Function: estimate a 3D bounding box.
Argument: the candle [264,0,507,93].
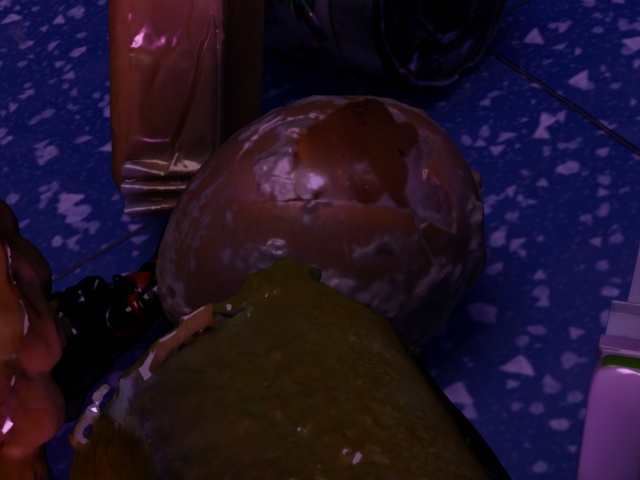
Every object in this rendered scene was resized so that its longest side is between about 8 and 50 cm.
[{"bbox_3d":[-0.006,-0.241,1.337,0.330,0.187,0.187,19,54,36],"label":"candle"}]

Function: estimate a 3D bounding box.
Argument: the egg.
[{"bbox_3d":[0.000,0.000,1.070,0.233,0.195,0.195,-12,42,5],"label":"egg"}]

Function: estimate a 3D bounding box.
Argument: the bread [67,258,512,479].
[{"bbox_3d":[0.005,0.194,0.861,0.251,0.208,0.377,-27,45,-3],"label":"bread"}]

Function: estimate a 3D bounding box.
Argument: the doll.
[{"bbox_3d":[-0.181,0.071,1.140,0.248,0.127,0.088,-42,78,-18],"label":"doll"}]

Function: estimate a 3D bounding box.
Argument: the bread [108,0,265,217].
[{"bbox_3d":[-0.107,-0.141,1.216,0.107,0.241,0.136,3,8,11],"label":"bread"}]

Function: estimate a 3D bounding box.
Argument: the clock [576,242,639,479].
[{"bbox_3d":[0.280,0.069,0.875,0.235,0.166,0.309,8,30,13],"label":"clock"}]

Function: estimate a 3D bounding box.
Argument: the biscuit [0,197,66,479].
[{"bbox_3d":[-0.287,0.111,1.045,0.325,0.107,0.326,-11,71,34],"label":"biscuit"}]
